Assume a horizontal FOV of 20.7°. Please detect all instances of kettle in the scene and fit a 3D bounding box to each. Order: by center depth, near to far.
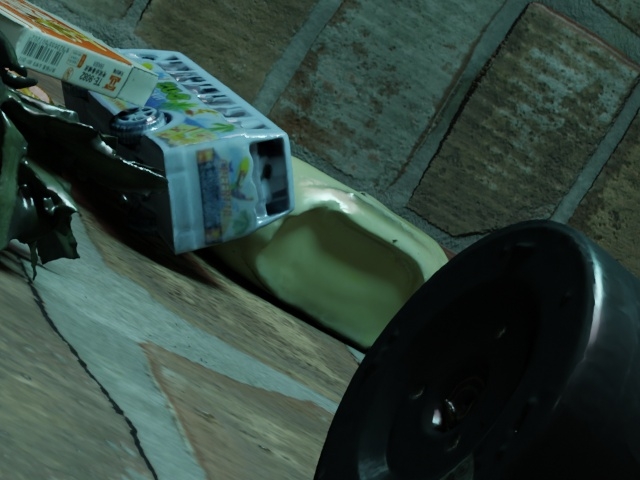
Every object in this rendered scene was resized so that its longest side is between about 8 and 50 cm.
[{"bbox_3d":[0.162,0.172,0.907,0.290,0.207,0.268,39,32,-21],"label":"kettle"}]

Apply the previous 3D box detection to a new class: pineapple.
[{"bbox_3d":[-0.266,-0.109,1.112,0.365,0.165,0.165,33,5,-6],"label":"pineapple"}]

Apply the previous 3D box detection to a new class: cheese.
[{"bbox_3d":[0.000,0.000,1.691,0.266,0.127,0.233,31,5,-20],"label":"cheese"}]

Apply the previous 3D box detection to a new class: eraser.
[{"bbox_3d":[-0.244,-0.171,1.409,0.157,0.038,0.230,30,6,20],"label":"eraser"}]

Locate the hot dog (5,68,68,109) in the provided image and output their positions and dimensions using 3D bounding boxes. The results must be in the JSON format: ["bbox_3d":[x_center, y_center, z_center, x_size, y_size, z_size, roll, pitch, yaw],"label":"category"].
[{"bbox_3d":[-0.315,-0.143,1.605,0.188,0.055,0.072,32,9,3],"label":"hot dog"}]

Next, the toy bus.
[{"bbox_3d":[-0.140,-0.095,1.585,0.136,0.109,0.330,-15,25,-18],"label":"toy bus"}]
